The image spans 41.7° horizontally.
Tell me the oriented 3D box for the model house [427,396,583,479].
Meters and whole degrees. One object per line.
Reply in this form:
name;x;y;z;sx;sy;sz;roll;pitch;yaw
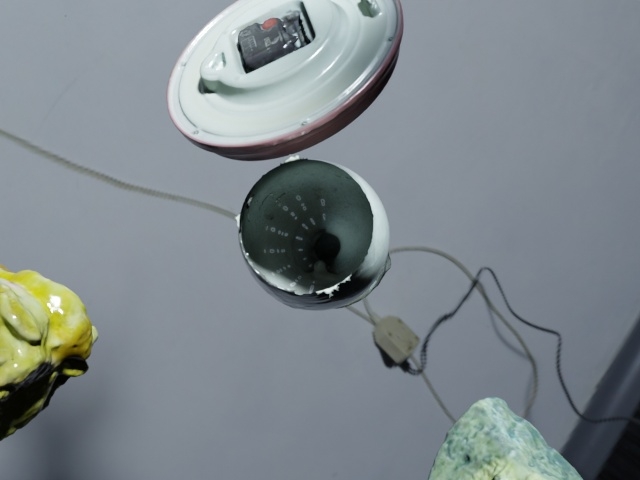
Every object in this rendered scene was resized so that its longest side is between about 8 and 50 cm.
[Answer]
model house;0.079;0.126;0.386;0.066;0.083;0.079;11;116;-40

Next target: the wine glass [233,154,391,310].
wine glass;0.000;0.000;0.730;0.126;0.241;0.126;-1;83;6

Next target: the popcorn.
popcorn;-0.395;0.119;0.975;0.212;0.259;0.259;39;91;10

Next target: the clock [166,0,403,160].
clock;-0.036;-0.175;0.796;0.244;0.244;0.056;-39;136;-4
